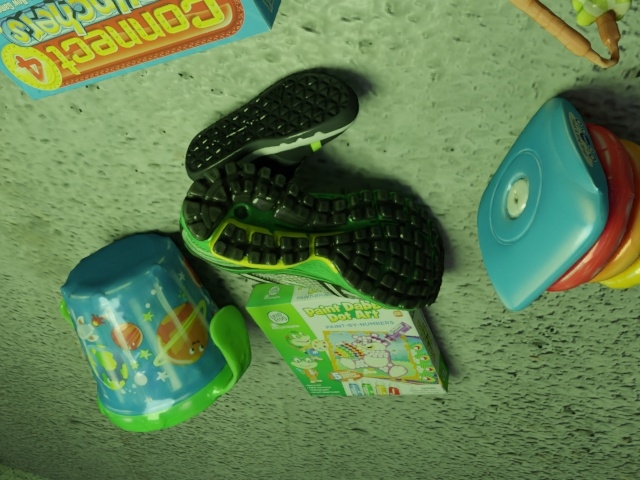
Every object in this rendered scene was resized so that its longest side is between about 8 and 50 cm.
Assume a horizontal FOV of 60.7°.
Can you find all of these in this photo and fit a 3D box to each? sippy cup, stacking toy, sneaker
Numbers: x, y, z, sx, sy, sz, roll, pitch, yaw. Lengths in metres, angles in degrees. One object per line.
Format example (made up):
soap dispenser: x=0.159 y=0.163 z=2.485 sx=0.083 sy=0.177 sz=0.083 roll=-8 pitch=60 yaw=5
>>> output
sippy cup: x=-0.259 y=0.120 z=0.820 sx=0.305 sy=0.240 sz=0.224 roll=-17 pitch=118 yaw=1
stacking toy: x=0.329 y=-0.011 z=0.543 sx=0.301 sy=0.175 sz=0.166 roll=12 pitch=140 yaw=-9
sneaker: x=-0.049 y=-0.112 z=0.626 sx=0.234 sy=0.084 sz=0.097 roll=-14 pitch=152 yaw=31
sneaker: x=0.000 y=0.000 z=0.661 sx=0.343 sy=0.134 sz=0.146 roll=17 pitch=165 yaw=-20

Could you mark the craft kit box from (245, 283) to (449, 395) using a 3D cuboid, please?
craft kit box: x=0.048 y=0.154 z=0.855 sx=0.249 sy=0.061 sz=0.247 roll=-10 pitch=127 yaw=26

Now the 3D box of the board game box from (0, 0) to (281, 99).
board game box: x=-0.230 y=-0.281 z=0.445 sx=0.307 sy=0.086 sz=0.302 roll=-7 pitch=145 yaw=24

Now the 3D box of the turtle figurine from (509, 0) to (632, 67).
turtle figurine: x=0.256 y=-0.172 z=0.342 sx=0.269 sy=0.217 sz=0.087 roll=12 pitch=136 yaw=7
